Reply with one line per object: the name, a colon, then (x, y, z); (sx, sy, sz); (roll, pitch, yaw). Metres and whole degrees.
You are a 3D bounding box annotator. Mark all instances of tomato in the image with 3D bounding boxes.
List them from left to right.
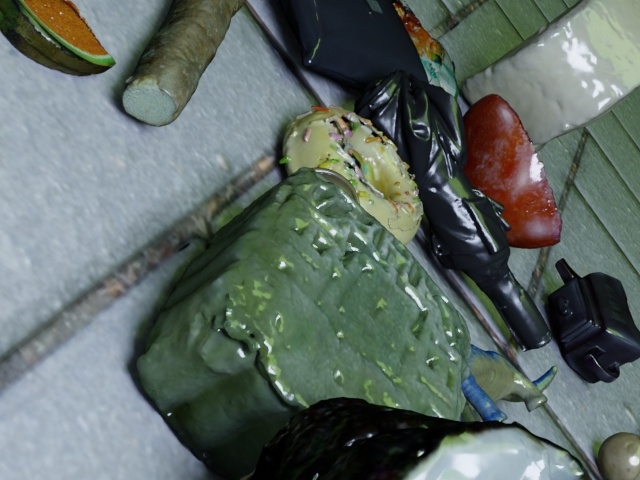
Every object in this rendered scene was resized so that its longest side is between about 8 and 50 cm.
tomato: (0.201, -0.066, 1.153); (0.173, 0.099, 0.189); (-122, -173, -74)

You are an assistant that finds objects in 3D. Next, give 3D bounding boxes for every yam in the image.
yam: (-0.111, -0.178, 0.848); (0.061, 0.061, 0.274); (44, 31, -21)

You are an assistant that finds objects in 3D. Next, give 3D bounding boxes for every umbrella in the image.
umbrella: (0.149, -0.028, 1.054); (0.340, 0.118, 0.118); (58, 28, -5)

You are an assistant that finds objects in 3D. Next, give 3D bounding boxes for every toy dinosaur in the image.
toy dinosaur: (0.124, 0.098, 0.919); (0.247, 0.075, 0.188); (-7, 58, -53)

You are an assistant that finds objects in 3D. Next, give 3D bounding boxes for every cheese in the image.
cheese: (0.359, -0.248, 1.427); (0.153, 0.292, 0.332); (55, 40, -1)

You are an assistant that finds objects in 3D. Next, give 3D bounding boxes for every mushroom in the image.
mushroom: (0.419, 0.266, 1.162); (0.270, 0.103, 0.118); (0, 60, -51)

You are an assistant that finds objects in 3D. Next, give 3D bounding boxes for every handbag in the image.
handbag: (0.023, -0.261, 1.116); (0.254, 0.088, 0.211); (7, 60, -56)

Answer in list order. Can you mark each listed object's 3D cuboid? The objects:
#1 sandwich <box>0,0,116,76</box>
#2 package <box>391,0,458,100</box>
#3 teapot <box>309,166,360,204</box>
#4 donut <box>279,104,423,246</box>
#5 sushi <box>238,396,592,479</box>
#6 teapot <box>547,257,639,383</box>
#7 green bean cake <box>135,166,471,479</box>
sandwich: (-0.197, -0.154, 0.727); (0.101, 0.026, 0.069); (13, 45, -56)
package: (0.133, -0.245, 1.323); (0.166, 0.040, 0.232); (44, 31, -22)
teapot: (0.000, 0.000, 0.812); (0.085, 0.080, 0.110); (-28, 79, -22)
donut: (0.035, -0.056, 0.937); (0.174, 0.068, 0.175); (37, 34, -31)
sushi: (0.087, 0.249, 0.524); (0.350, 0.171, 0.211); (51, 60, -13)
teapot: (0.326, 0.096, 1.214); (0.096, 0.087, 0.177); (30, 37, -32)
green bean cake: (0.001, 0.082, 0.687); (0.222, 0.125, 0.227); (47, 34, -15)
